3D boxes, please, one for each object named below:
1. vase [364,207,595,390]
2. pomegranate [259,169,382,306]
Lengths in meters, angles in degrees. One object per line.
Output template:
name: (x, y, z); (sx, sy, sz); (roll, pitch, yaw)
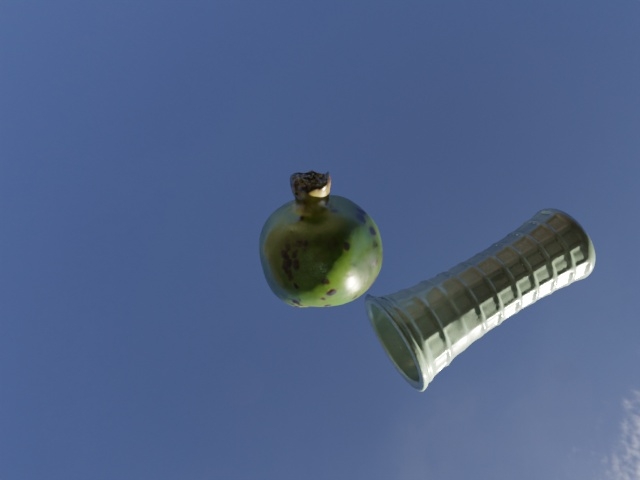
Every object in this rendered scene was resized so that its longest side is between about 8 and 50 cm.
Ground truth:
vase: (0.223, 0.068, 0.758); (0.299, 0.143, 0.143); (-28, -99, -12)
pomegranate: (0.002, 0.011, 0.630); (0.143, 0.169, 0.122); (-7, -128, -8)
